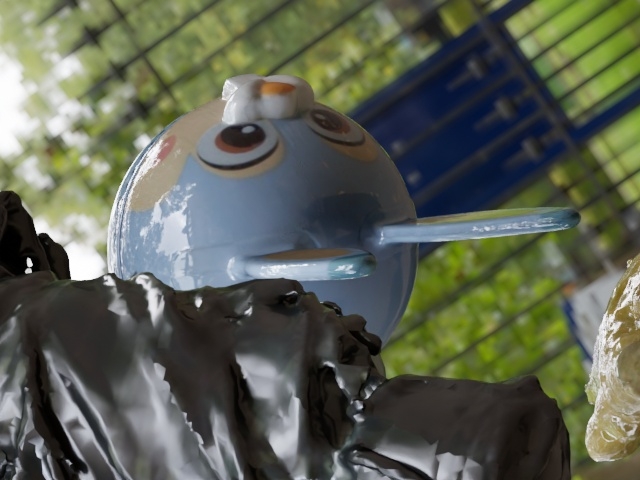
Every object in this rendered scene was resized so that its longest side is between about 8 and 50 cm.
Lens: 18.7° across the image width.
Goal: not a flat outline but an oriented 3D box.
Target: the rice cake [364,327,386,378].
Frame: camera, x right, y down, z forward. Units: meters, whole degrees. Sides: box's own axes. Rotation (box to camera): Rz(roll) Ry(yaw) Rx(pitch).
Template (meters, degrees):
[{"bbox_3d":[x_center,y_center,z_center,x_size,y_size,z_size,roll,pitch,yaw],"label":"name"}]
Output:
[{"bbox_3d":[0.001,0.133,0.772,0.222,0.042,0.080,-80,-19,-49],"label":"rice cake"}]

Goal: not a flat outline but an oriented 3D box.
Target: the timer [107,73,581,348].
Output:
[{"bbox_3d":[-0.011,-0.015,0.943,0.175,0.175,0.255,57,148,8],"label":"timer"}]

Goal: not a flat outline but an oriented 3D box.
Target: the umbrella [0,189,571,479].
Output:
[{"bbox_3d":[-0.077,0.051,0.588,0.154,0.336,0.128,-51,-43,-56],"label":"umbrella"}]

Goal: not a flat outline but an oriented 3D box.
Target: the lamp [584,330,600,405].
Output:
[{"bbox_3d":[0.292,0.102,1.547,0.156,0.157,0.135,19,-159,18],"label":"lamp"}]

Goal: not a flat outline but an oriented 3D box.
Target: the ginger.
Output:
[{"bbox_3d":[0.251,0.051,1.311,0.102,0.216,0.157,27,147,25],"label":"ginger"}]
